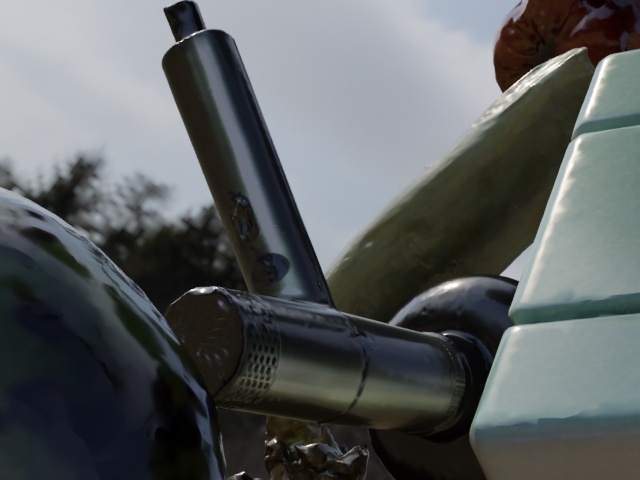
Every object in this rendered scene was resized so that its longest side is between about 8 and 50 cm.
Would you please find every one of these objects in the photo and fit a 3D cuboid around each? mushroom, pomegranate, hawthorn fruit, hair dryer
[{"bbox_3d":[0.095,-0.007,1.252,0.100,0.312,0.081,42,6,-30],"label":"mushroom"},{"bbox_3d":[-0.189,0.087,0.676,0.306,0.242,0.242,14,-10,-3],"label":"pomegranate"},{"bbox_3d":[0.236,-0.152,1.445,0.173,0.173,0.179,27,-2,36],"label":"hawthorn fruit"},{"bbox_3d":[0.021,-0.003,1.042,0.156,0.284,0.320,-16,-27,30],"label":"hair dryer"}]

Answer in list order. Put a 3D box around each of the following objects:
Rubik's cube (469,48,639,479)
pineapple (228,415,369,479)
[{"bbox_3d":[0.297,0.089,0.860,0.316,0.322,0.318,-9,-56,28],"label":"Rubik's cube"},{"bbox_3d":[-0.055,0.259,1.160,0.344,0.209,0.286,-23,-96,60],"label":"pineapple"}]
